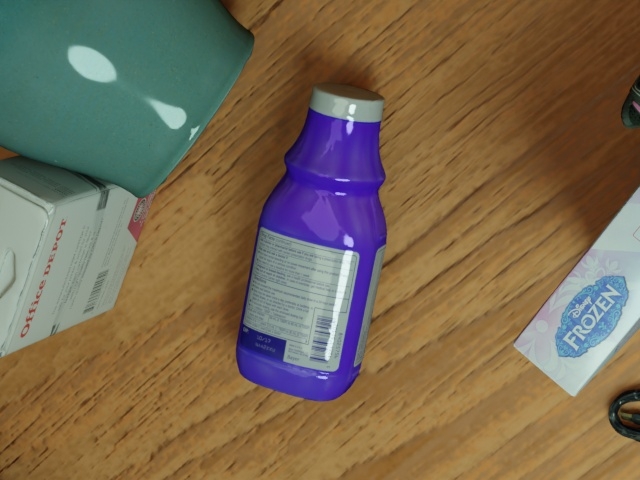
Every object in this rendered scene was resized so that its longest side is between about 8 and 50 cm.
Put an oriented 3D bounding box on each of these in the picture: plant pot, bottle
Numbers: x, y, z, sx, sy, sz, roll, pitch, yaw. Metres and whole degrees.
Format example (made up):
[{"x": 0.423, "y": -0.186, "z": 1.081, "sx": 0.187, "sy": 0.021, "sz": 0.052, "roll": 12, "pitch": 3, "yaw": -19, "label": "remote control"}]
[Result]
[{"x": -0.208, "y": -0.181, "z": 1.693, "sx": 0.255, "sy": 0.271, "sz": 0.272, "roll": 34, "pitch": 112, "yaw": -11, "label": "plant pot"}, {"x": 0.000, "y": 0.000, "z": 1.739, "sx": 0.118, "sy": 0.092, "sz": 0.283, "roll": 15, "pitch": 105, "yaw": 17, "label": "bottle"}]

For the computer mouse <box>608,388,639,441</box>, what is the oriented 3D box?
[{"x": 0.370, "y": 0.180, "z": 1.673, "sx": 0.242, "sy": 0.041, "sz": 0.071, "roll": 20, "pitch": 108, "yaw": 23, "label": "computer mouse"}]

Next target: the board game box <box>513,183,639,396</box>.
[{"x": 0.306, "y": -0.048, "z": 1.495, "sx": 0.066, "sy": 0.318, "sz": 0.318, "roll": 40, "pitch": 111, "yaw": 10, "label": "board game box"}]

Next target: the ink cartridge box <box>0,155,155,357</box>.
[{"x": -0.254, "y": 0.003, "z": 1.766, "sx": 0.092, "sy": 0.218, "sz": 0.158, "roll": 26, "pitch": 108, "yaw": 14, "label": "ink cartridge box"}]

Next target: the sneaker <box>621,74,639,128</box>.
[{"x": 0.279, "y": -0.055, "z": 1.304, "sx": 0.178, "sy": 0.072, "sz": 0.077, "roll": 50, "pitch": 125, "yaw": 15, "label": "sneaker"}]
